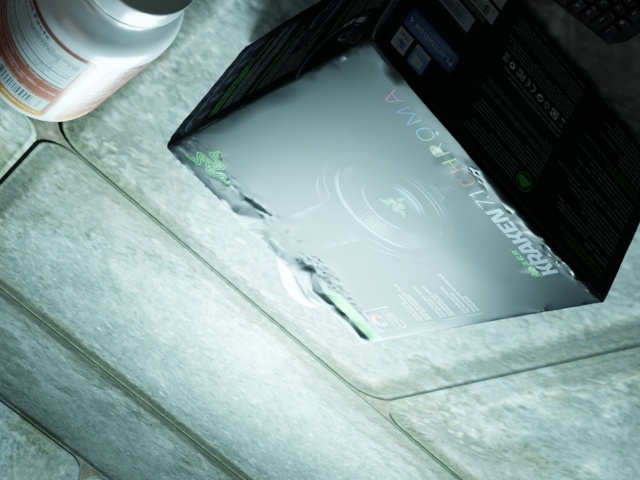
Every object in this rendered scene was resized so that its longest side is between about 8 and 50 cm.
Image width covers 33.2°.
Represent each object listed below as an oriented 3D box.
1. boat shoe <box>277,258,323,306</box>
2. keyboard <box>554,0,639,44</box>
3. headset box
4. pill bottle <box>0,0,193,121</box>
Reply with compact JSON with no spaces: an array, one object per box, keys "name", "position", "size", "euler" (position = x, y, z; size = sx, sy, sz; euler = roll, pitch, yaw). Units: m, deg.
[{"name":"boat shoe","position":[0.000,0.000,1.016],"size":[0.063,0.066,0.184],"euler":[16,136,27]},{"name":"keyboard","position":[0.192,-0.183,0.613],"size":[0.108,0.023,0.180],"euler":[39,148,-11]},{"name":"headset box","position":[0.056,-0.059,0.806],"size":[0.246,0.131,0.283],"euler":[46,148,-20]},{"name":"pill bottle","position":[-0.184,-0.182,0.859],"size":[0.121,0.121,0.216],"euler":[44,147,-18]}]
